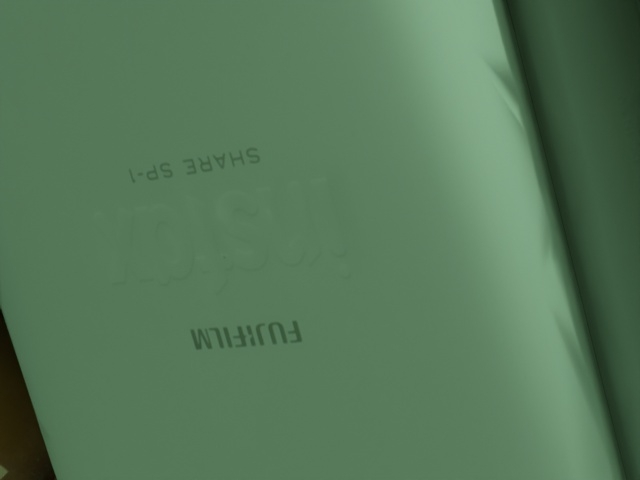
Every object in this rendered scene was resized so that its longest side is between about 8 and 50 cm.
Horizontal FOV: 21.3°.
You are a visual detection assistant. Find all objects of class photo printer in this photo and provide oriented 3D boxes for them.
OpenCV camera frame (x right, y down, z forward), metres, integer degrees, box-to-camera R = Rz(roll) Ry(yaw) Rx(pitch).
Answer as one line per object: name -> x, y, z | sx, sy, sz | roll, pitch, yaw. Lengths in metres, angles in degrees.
photo printer -> 0.000, 0.000, 0.571 | 0.256, 0.107, 0.308 | -7, 104, 37

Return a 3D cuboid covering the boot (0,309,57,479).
boot -> -0.223, -0.006, 0.671 | 0.283, 0.109, 0.220 | 38, 164, 30
